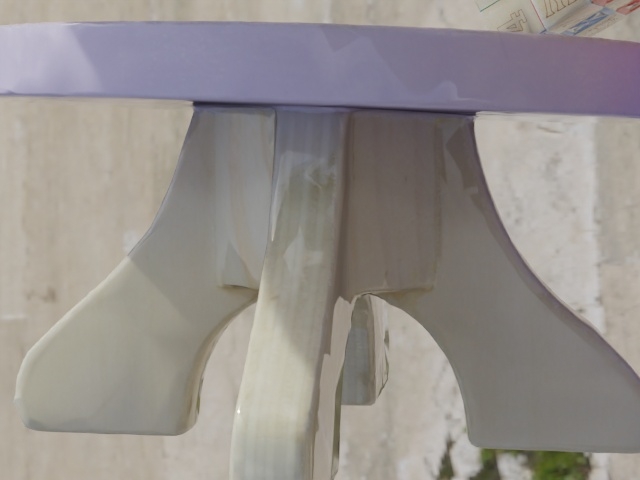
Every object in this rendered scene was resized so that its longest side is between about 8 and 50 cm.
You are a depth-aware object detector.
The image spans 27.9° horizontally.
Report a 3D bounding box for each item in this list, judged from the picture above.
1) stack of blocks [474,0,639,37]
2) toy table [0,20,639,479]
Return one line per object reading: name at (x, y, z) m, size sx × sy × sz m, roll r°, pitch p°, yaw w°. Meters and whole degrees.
stack of blocks at (0.284, -0.260, 1.076) m, size 0.297 × 0.171 × 0.087 m, roll -29°, pitch 81°, yaw 25°
toy table at (0.000, 0.000, 0.516) m, size 0.274 × 0.252 × 0.161 m, roll 3°, pitch 94°, yaw 20°
